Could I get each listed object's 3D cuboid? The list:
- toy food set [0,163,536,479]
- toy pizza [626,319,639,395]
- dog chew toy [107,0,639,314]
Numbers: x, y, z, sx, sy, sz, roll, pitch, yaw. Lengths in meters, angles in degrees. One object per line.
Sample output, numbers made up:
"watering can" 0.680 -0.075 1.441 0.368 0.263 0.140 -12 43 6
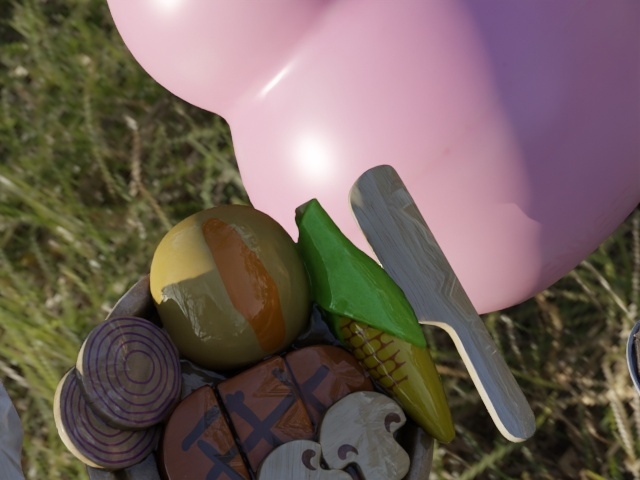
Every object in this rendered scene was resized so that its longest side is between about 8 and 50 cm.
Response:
"toy food set" -0.020 0.053 0.489 0.192 0.038 0.132 -27 80 -23
"toy pizza" 0.381 0.129 1.361 0.201 0.201 0.032 55 141 34
"dog chew toy" 0.002 -0.123 0.647 0.206 0.206 0.332 -45 97 6
